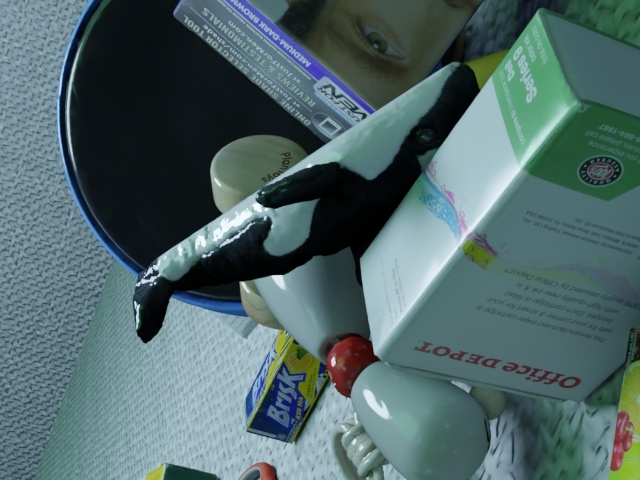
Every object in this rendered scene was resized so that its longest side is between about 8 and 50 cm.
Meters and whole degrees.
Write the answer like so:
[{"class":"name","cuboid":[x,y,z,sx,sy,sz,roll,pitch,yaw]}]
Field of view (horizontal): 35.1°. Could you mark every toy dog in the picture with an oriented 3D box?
[{"class":"toy dog","cuboid":[0.046,0.042,0.798,0.333,0.161,0.220,57,161,24]}]

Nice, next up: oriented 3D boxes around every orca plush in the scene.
[{"class":"orca plush","cuboid":[0.000,0.000,0.675,0.287,0.102,0.151,-32,4,12]}]

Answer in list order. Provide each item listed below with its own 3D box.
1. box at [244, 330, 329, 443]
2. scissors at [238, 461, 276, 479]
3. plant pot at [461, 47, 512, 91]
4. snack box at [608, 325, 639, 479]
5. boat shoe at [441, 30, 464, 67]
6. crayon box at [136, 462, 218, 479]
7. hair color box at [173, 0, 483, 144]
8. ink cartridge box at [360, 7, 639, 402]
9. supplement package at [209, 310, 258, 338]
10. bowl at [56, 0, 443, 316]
[{"class":"box","cuboid":[-0.026,0.137,1.094,0.054,0.059,0.168,-102,35,-60]},{"class":"scissors","cuboid":[-0.043,0.265,1.085,0.297,0.021,0.109,130,154,-52]},{"class":"plant pot","cuboid":[0.146,-0.086,0.726,0.095,0.134,0.134,-37,30,15]},{"class":"snack box","cuboid":[0.205,0.089,0.504,0.141,0.037,0.100,158,126,-67]},{"class":"boat shoe","cuboid":[0.076,-0.184,1.077,0.207,0.073,0.073,-23,51,65]},{"class":"crayon box","cuboid":[-0.228,0.473,1.337,0.202,0.081,0.318,140,144,-59]},{"class":"hair color box","cuboid":[0.059,-0.256,0.832,0.338,0.185,0.110,-55,11,-20]},{"class":"ink cartridge box","cuboid":[0.139,-0.007,0.590,0.093,0.154,0.212,-98,31,-45]},{"class":"supplement package","cuboid":[-0.094,-0.034,1.156,0.149,0.203,0.194,-53,2,-40]},{"class":"bowl","cuboid":[-0.074,-0.115,0.968,0.391,0.391,0.077,-69,-13,12]}]
